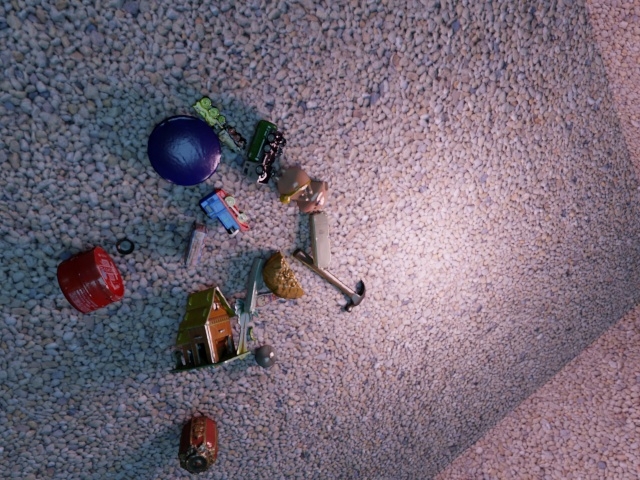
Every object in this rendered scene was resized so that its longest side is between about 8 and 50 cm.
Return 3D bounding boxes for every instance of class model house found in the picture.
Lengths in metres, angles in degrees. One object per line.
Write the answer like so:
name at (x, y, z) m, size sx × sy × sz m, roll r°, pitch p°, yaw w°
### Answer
model house at (-0.469, 0.371, 1.900) m, size 0.301 × 0.340 × 0.323 m, roll -15°, pitch 85°, yaw 25°

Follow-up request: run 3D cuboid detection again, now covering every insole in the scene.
insole at (-0.232, 0.265, 1.985) m, size 0.197 × 0.004 × 0.065 m, roll -16°, pitch 107°, yaw -24°

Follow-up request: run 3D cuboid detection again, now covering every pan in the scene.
pan at (-0.793, 0.016, 1.711) m, size 0.115 × 0.023 × 0.068 m, roll 20°, pitch 102°, yaw -27°

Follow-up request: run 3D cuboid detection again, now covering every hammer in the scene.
hammer at (0.042, 0.176, 2.047) m, size 0.440 × 0.044 × 0.168 m, roll 37°, pitch 94°, yaw -26°

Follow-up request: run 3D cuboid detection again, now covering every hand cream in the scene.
hand cream at (-0.856, 0.151, 1.629) m, size 0.150 × 0.230 × 0.230 m, roll -27°, pitch 115°, yaw -8°

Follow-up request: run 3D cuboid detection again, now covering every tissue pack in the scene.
tissue pack at (-0.504, 0.018, 1.762) m, size 0.065 × 0.115 × 0.154 m, roll 16°, pitch 103°, yaw -21°

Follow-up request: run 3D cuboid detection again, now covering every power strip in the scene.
power strip at (0.001, 0.000, 1.942) m, size 0.078 × 0.052 × 0.271 m, roll -9°, pitch 101°, yaw -22°

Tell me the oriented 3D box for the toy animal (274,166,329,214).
toy animal at (-0.082, -0.212, 1.816) m, size 0.248 × 0.149 × 0.165 m, roll 34°, pitch 111°, yaw -33°

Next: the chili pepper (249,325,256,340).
chili pepper at (-0.317, 0.436, 2.028) m, size 0.031 × 0.017 × 0.083 m, roll -8°, pitch 110°, yaw -18°

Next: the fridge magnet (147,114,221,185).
fridge magnet at (-0.510, -0.337, 1.637) m, size 0.266 × 0.113 × 0.265 m, roll -6°, pitch 110°, yaw -18°

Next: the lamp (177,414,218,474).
lamp at (-0.552, 0.920, 1.973) m, size 0.177 × 0.274 × 0.176 m, roll -2°, pitch 102°, yaw -11°

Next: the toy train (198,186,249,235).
toy train at (-0.389, -0.112, 1.776) m, size 0.131 × 0.083 × 0.203 m, roll -35°, pitch 114°, yaw -5°

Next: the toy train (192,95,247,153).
toy train at (-0.385, -0.442, 1.680) m, size 0.085 × 0.053 × 0.249 m, roll -38°, pitch 117°, yaw 6°

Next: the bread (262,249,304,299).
bread at (-0.174, 0.166, 1.925) m, size 0.140 × 0.143 × 0.228 m, roll -27°, pitch 112°, yaw 3°

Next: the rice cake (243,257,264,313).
rice cake at (-0.291, 0.197, 1.903) m, size 0.042 × 0.045 × 0.244 m, roll 14°, pitch 86°, yaw -59°

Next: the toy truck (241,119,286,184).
toy truck at (-0.228, -0.352, 1.730) m, size 0.125 × 0.101 × 0.242 m, roll 25°, pitch 101°, yaw 19°

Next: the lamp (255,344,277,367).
lamp at (-0.255, 0.543, 2.040) m, size 0.105 × 0.105 × 0.105 m, roll -6°, pitch 110°, yaw -17°
